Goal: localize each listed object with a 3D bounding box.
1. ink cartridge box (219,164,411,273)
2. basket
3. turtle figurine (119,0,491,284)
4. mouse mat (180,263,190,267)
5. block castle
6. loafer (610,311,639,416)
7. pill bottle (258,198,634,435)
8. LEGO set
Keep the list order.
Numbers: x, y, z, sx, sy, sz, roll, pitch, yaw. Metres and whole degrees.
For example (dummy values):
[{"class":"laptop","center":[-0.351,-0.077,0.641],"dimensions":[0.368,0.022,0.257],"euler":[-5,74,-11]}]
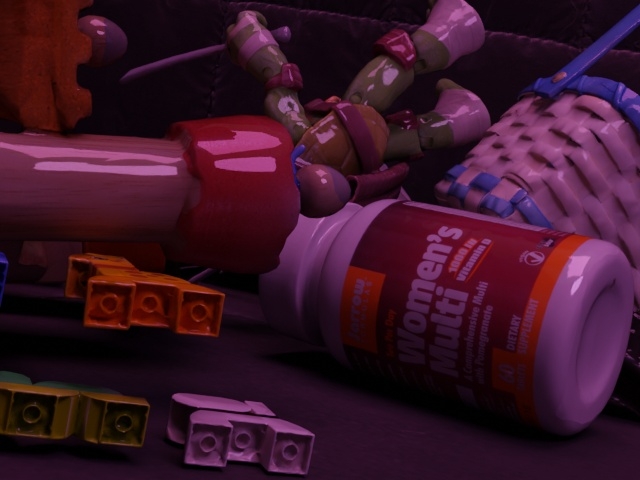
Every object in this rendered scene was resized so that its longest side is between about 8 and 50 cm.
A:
[{"class":"ink cartridge box","center":[0.000,0.000,1.081],"dimensions":[0.061,0.181,0.104],"euler":[55,11,5]},{"class":"basket","center":[0.257,-0.047,0.917],"dimensions":[0.289,0.254,0.201],"euler":[-32,18,-6]},{"class":"turtle figurine","center":[-0.006,-0.106,0.933],"dimensions":[0.266,0.197,0.275],"euler":[-28,6,-23]},{"class":"mouse mat","center":[-0.070,-0.004,1.137],"dimensions":[0.153,0.007,0.190],"euler":[-25,-6,16]},{"class":"block castle","center":[-0.159,-0.121,0.729],"dimensions":[0.213,0.303,0.453],"euler":[2,-2,-29]},{"class":"loafer","center":[0.160,0.071,0.801],"dimensions":[0.220,0.078,0.080],"euler":[30,26,19]},{"class":"pill bottle","center":[0.076,0.039,0.714],"dimensions":[0.221,0.121,0.121],"euler":[13,5,33]},{"class":"LEGO set","center":[-0.118,0.040,0.488],"dimensions":[0.227,0.087,0.093],"euler":[10,4,-20]}]
